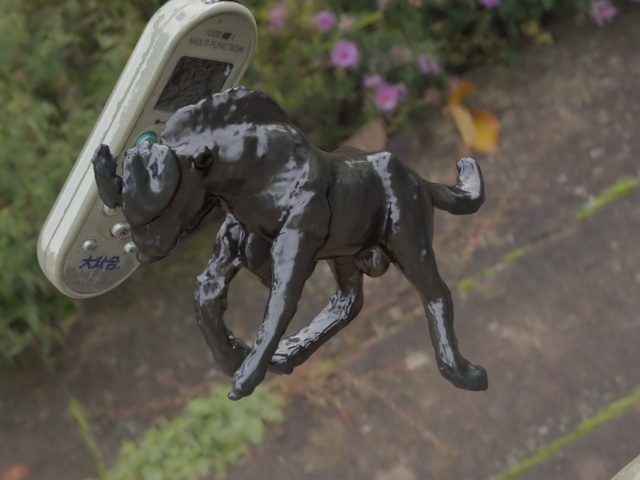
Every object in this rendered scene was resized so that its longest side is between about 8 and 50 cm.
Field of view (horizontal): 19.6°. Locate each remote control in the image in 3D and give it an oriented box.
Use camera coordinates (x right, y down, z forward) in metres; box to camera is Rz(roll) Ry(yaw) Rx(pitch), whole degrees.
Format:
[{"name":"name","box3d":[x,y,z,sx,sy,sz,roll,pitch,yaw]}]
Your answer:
[{"name":"remote control","box3d":[-0.111,-0.060,1.155,0.042,0.078,0.221,43,114,34]}]

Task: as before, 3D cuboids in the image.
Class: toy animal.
[{"name":"toy animal","box3d":[0.000,0.000,0.918,0.233,0.148,0.084,1,6,-35]}]

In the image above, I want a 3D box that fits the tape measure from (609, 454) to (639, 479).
[{"name":"tape measure","box3d":[0.344,0.232,1.435,0.271,0.133,0.231,-46,42,32]}]
